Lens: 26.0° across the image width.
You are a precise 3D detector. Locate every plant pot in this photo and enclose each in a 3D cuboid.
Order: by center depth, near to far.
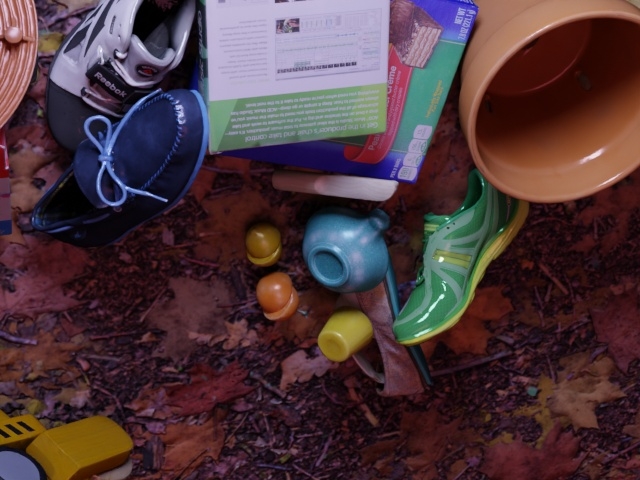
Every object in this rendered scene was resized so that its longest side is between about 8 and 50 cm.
[{"bbox_3d":[0.301,-0.224,1.826,0.290,0.203,0.291,-9,131,-11],"label":"plant pot"}]

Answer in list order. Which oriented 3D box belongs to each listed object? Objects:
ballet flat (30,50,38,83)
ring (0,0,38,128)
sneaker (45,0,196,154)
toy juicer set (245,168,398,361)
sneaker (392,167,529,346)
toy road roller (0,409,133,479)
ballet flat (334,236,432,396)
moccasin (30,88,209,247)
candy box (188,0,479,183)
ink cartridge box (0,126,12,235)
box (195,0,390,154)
[{"bbox_3d":[-0.479,-0.182,1.715,0.280,0.095,0.096,-18,139,-4],"label":"ballet flat"},{"bbox_3d":[-0.495,-0.242,1.589,0.336,0.032,0.337,1,84,-13],"label":"ring"},{"bbox_3d":[-0.244,-0.228,1.719,0.122,0.146,0.331,19,116,-27],"label":"sneaker"},{"bbox_3d":[0.000,0.000,1.936,0.209,0.089,0.329,26,129,19],"label":"toy juicer set"},{"bbox_3d":[0.180,0.022,1.996,0.123,0.109,0.296,38,75,-16],"label":"sneaker"},{"bbox_3d":[-0.461,0.331,2.016,0.329,0.240,0.203,-6,133,-59],"label":"toy road roller"},{"bbox_3d":[0.081,0.123,2.065,0.106,0.108,0.316,-15,125,8],"label":"ballet flat"},{"bbox_3d":[-0.258,-0.074,1.744,0.116,0.138,0.342,2,149,-37],"label":"moccasin"},{"bbox_3d":[0.009,-0.234,1.798,0.317,0.122,0.268,8,118,-20],"label":"candy box"},{"bbox_3d":[-0.456,-0.085,1.724,0.134,0.078,0.231,-4,154,-14],"label":"ink cartridge box"},{"bbox_3d":[-0.033,-0.269,1.659,0.232,0.058,0.322,-7,118,-14],"label":"box"}]
